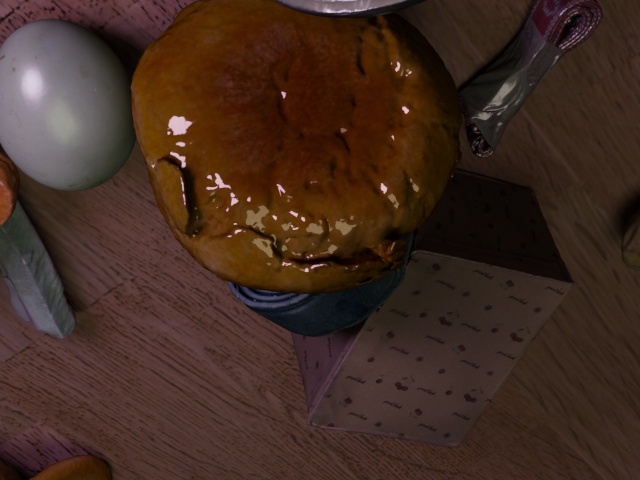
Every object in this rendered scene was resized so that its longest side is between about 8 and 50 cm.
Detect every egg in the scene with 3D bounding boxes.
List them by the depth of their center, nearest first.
[{"bbox_3d":[-0.265,-0.139,1.542,0.149,0.149,0.192,-13,131,-2],"label":"egg"}]

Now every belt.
[{"bbox_3d":[0.000,0.000,1.660,0.116,0.267,0.206,29,78,-31],"label":"belt"},{"bbox_3d":[0.227,-0.194,1.674,0.071,0.053,0.232,13,127,-33],"label":"belt"}]

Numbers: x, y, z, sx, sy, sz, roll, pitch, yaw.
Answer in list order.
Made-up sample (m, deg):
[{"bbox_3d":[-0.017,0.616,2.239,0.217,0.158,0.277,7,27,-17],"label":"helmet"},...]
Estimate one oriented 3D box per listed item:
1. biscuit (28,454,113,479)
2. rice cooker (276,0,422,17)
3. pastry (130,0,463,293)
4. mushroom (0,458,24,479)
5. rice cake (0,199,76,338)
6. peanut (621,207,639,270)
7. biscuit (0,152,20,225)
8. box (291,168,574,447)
[{"bbox_3d":[-0.362,0.390,1.972,0.260,0.041,0.203,-19,128,-50],"label":"biscuit"},{"bbox_3d":[0.041,-0.347,1.358,0.316,0.264,0.317,0,131,0],"label":"rice cooker"},{"bbox_3d":[-0.026,-0.111,1.503,0.356,0.356,0.164,-13,160,-1],"label":"pastry"},{"bbox_3d":[-0.501,0.394,1.955,0.278,0.146,0.278,-18,132,-21],"label":"mushroom"},{"bbox_3d":[-0.360,0.003,1.722,0.081,0.051,0.290,7,138,27],"label":"rice cake"},{"bbox_3d":[0.497,-0.026,1.846,0.256,0.124,0.124,-14,133,4],"label":"peanut"},{"bbox_3d":[-0.535,-0.113,1.532,0.349,0.078,0.455,-21,126,11],"label":"biscuit"},{"bbox_3d":[0.124,0.075,1.799,0.225,0.190,0.297,12,128,-23],"label":"box"}]
